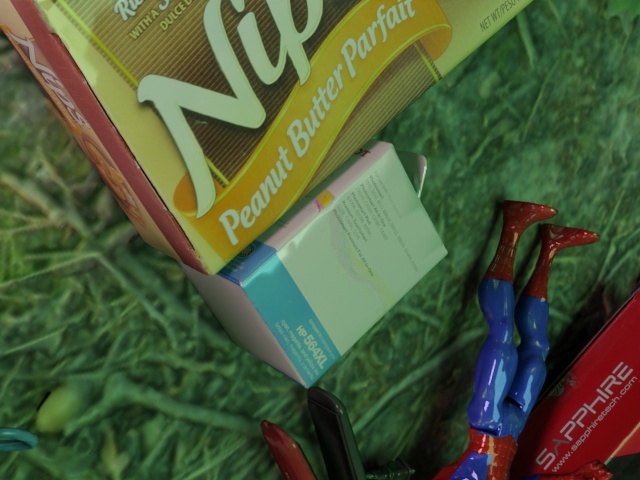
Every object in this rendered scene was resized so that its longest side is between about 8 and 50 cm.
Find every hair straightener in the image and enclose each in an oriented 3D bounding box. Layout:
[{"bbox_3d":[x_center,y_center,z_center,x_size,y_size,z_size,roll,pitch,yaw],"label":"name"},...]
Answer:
[{"bbox_3d":[0.041,0.192,0.801,0.089,0.047,0.230,-36,115,-23],"label":"hair straightener"}]

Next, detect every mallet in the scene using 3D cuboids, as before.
[{"bbox_3d":[0.228,0.088,0.937,0.190,0.039,0.062,-30,121,-19],"label":"mallet"}]

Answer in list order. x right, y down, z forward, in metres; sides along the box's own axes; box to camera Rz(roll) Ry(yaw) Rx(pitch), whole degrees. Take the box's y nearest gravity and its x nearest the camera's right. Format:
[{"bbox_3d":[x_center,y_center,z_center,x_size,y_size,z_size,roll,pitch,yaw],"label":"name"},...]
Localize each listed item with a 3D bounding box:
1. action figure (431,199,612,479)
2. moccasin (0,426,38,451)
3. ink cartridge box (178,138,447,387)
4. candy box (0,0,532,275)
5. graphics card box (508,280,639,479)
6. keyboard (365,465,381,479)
[{"bbox_3d":[0.151,0.120,0.801,0.091,0.139,0.280,24,82,-40],"label":"action figure"},{"bbox_3d":[-0.231,0.136,0.582,0.117,0.138,0.341,-16,133,-58],"label":"moccasin"},{"bbox_3d":[0.000,0.000,0.713,0.143,0.092,0.090,-41,123,-18],"label":"ink cartridge box"},{"bbox_3d":[-0.008,-0.152,0.666,0.316,0.088,0.183,-41,122,-18],"label":"candy box"},{"bbox_3d":[0.302,0.226,0.966,0.233,0.094,0.371,-48,127,-2],"label":"graphics card box"},{"bbox_3d":[-0.020,0.237,0.811,0.180,0.023,0.108,-21,108,-28],"label":"keyboard"}]
